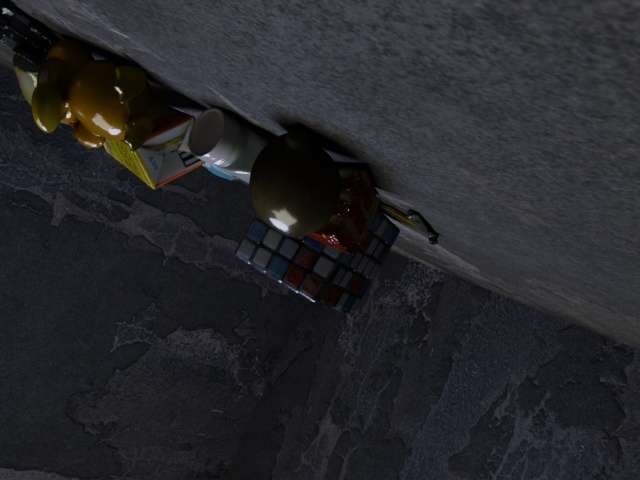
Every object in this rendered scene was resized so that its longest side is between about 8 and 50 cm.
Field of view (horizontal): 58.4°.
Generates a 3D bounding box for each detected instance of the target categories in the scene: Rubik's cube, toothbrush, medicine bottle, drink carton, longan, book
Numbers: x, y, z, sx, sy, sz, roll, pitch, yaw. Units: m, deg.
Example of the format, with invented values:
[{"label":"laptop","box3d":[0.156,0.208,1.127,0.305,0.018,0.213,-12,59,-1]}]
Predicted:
[{"label":"Rubik's cube","box3d":[0.000,0.000,1.553,0.287,0.292,0.293,28,178,26]},{"label":"toothbrush","box3d":[0.263,-0.032,1.457,0.030,0.031,0.297,-4,167,21]},{"label":"medicine bottle","box3d":[-0.135,-0.172,1.224,0.161,0.111,0.296,30,-175,43]},{"label":"drink carton","box3d":[-0.397,-0.236,1.312,0.351,0.154,0.111,31,146,50]},{"label":"longan","box3d":[-0.045,-0.107,0.993,0.159,0.204,0.185,-9,-131,-14]},{"label":"book","box3d":[0.192,-0.071,1.524,0.118,0.012,0.172,24,180,44]}]

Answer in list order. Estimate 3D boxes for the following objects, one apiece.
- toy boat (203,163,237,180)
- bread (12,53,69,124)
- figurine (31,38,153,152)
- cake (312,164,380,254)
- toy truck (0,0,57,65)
[{"label":"toy boat","box3d":[-0.297,-0.262,1.794,0.102,0.088,0.215,-19,151,33]},{"label":"bread","box3d":[-0.574,-0.342,1.277,0.158,0.156,0.260,23,178,23]},{"label":"figurine","box3d":[-0.441,-0.278,1.112,0.228,0.215,0.215,1,-179,-3]},{"label":"cake","box3d":[0.016,-0.079,1.128,0.159,0.158,0.262,23,177,12]},{"label":"toy truck","box3d":[-0.569,-0.394,1.066,0.088,0.074,0.201,33,-178,11]}]
